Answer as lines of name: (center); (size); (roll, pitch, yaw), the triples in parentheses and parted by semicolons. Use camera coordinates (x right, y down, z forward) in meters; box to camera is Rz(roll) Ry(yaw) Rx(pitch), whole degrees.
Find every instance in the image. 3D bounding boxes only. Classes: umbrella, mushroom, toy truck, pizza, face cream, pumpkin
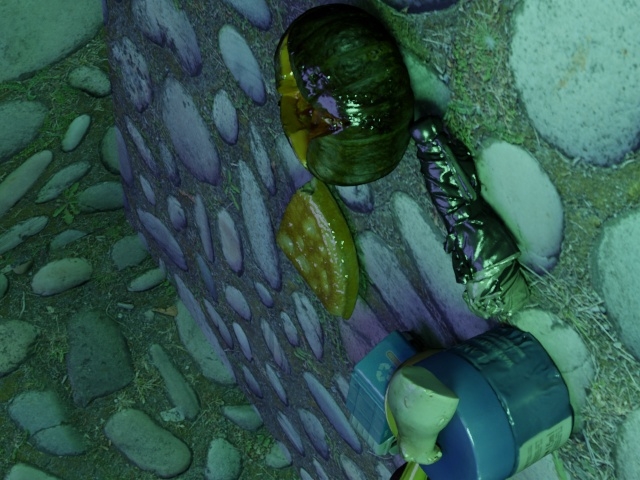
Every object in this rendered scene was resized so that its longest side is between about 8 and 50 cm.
umbrella: (0.237, -0.037, 1.685); (0.106, 0.113, 0.357); (-113, -1, -81)
mushroom: (0.157, 0.290, 1.685); (0.116, 0.093, 0.225); (32, 137, 21)
toy truck: (0.158, 0.330, 2.212); (0.146, 0.175, 0.367); (48, 156, 27)
pizza: (0.021, 0.020, 2.274); (0.268, 0.087, 0.258); (55, 153, 15)
face cream: (0.285, 0.296, 1.805); (0.249, 0.225, 0.249); (43, 144, 42)
pumpkin: (0.038, -0.245, 1.760); (0.320, 0.192, 0.320); (163, 90, -73)

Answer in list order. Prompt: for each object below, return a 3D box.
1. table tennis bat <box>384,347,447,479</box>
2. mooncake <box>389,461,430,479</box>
table tennis bat: (0.219, 0.384, 2.026); (0.224, 0.054, 0.368); (19, 106, 8)
mooncake: (0.295, 0.589, 2.203); (0.334, 0.174, 0.325); (42, 153, 37)
